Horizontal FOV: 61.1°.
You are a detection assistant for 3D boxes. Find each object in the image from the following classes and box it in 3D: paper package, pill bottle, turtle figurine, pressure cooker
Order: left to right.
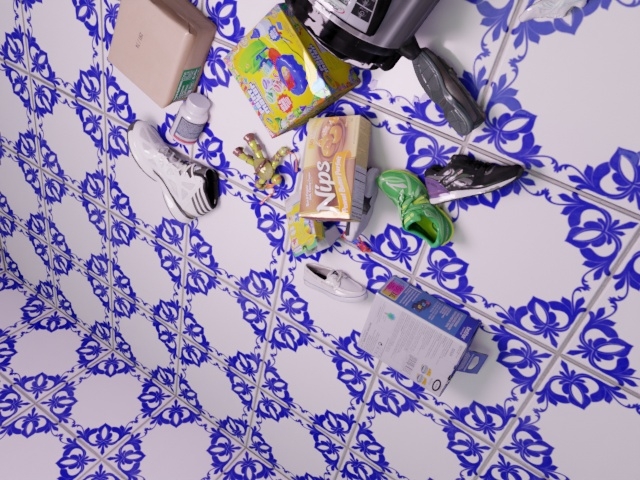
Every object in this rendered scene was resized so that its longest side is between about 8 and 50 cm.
[{"bbox_3d":[-0.551,-0.684,1.882,0.309,0.168,0.324,43,130,8],"label":"paper package"},{"bbox_3d":[-0.476,-0.448,1.997,0.108,0.108,0.180,46,132,6],"label":"pill bottle"},{"bbox_3d":[-0.214,-0.260,1.929,0.217,0.087,0.269,46,132,5],"label":"turtle figurine"},{"bbox_3d":[0.115,-0.637,1.311,0.420,0.376,0.369,-48,49,42],"label":"pressure cooker"}]

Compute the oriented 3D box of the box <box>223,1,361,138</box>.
[{"bbox_3d":[-0.088,-0.514,1.642,0.279,0.177,0.289,-27,97,42],"label":"box"}]

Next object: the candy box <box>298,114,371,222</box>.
[{"bbox_3d":[0.044,-0.218,1.672,0.183,0.088,0.316,4,87,32],"label":"candy box"}]

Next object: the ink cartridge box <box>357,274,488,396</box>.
[{"bbox_3d":[0.349,0.333,1.817,0.396,0.151,0.269,31,129,20],"label":"ink cartridge box"}]

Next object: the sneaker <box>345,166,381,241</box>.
[{"bbox_3d":[0.095,-0.136,1.776,0.153,0.101,0.268,28,122,21],"label":"sneaker"}]

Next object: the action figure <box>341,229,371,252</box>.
[{"bbox_3d":[0.127,0.007,1.876,0.115,0.030,0.038,36,136,7],"label":"action figure"}]

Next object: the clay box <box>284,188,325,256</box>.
[{"bbox_3d":[-0.054,-0.063,1.878,0.128,0.053,0.221,-28,65,42],"label":"clay box"}]

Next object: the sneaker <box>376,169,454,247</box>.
[{"bbox_3d":[0.283,-0.100,1.642,0.295,0.123,0.109,45,130,5],"label":"sneaker"}]

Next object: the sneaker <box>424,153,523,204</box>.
[{"bbox_3d":[0.415,-0.188,1.519,0.284,0.107,0.124,-13,100,39],"label":"sneaker"}]

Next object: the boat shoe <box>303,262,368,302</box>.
[{"bbox_3d":[0.051,0.145,1.968,0.268,0.096,0.088,21,130,35],"label":"boat shoe"}]

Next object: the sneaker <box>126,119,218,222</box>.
[{"bbox_3d":[-0.543,-0.299,2.119,0.258,0.169,0.447,-18,111,31],"label":"sneaker"}]

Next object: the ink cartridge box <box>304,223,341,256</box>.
[{"bbox_3d":[0.000,0.000,1.921,0.123,0.088,0.052,-22,103,41],"label":"ink cartridge box"}]

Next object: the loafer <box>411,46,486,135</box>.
[{"bbox_3d":[0.347,-0.411,1.471,0.267,0.084,0.096,57,163,0],"label":"loafer"}]

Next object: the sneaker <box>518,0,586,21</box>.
[{"bbox_3d":[0.540,-0.541,1.266,0.152,0.054,0.061,-15,107,39],"label":"sneaker"}]
